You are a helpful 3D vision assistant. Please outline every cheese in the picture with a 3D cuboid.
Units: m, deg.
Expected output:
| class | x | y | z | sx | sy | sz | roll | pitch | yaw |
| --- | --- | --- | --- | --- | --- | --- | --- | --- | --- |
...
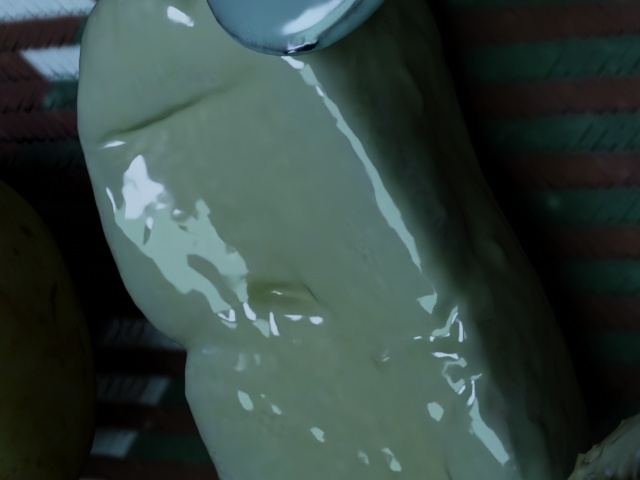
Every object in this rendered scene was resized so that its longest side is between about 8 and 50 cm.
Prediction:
| class | x | y | z | sx | sy | sz | roll | pitch | yaw |
| --- | --- | --- | --- | --- | --- | --- | --- | --- | --- |
| cheese | 0.001 | -0.001 | 0.754 | 0.159 | 0.093 | 0.263 | -22 | 94 | 37 |

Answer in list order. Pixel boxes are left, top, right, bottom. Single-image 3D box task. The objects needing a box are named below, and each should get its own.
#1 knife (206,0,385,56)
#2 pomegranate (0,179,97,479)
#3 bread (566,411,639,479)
| class | x | y | z | sx | sy | sz | roll | pitch | yaw |
| --- | --- | --- | --- | --- | --- | --- | --- | --- | --- |
| knife | 0.128 | -0.140 | 0.599 | 0.399 | 0.038 | 0.132 | -6 | 76 | 33 |
| pomegranate | -0.227 | 0.071 | 0.847 | 0.260 | 0.260 | 0.260 | 15 | 117 | 31 |
| bread | 0.211 | 0.164 | 0.623 | 0.305 | 0.159 | 0.305 | 18 | 122 | 30 |
